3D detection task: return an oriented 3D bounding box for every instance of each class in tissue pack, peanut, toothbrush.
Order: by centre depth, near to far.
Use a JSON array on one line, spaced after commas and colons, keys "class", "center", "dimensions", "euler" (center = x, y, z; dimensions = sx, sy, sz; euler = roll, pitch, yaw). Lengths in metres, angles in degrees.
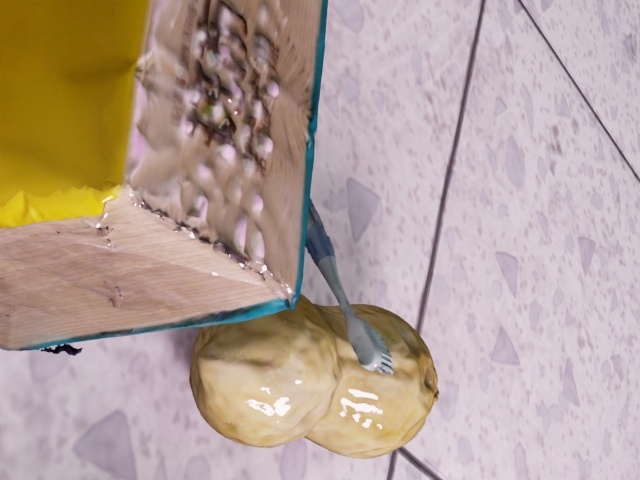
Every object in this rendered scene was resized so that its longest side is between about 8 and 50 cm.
[{"class": "tissue pack", "center": [-0.101, -0.102, 0.506], "dimensions": [0.134, 0.192, 0.271], "euler": [31, 56, -48]}, {"class": "toothbrush", "center": [0.000, 0.000, 0.667], "dimensions": [0.019, 0.016, 0.219], "euler": [29, 22, -37]}, {"class": "peanut", "center": [-0.002, 0.078, 0.671], "dimensions": [0.229, 0.103, 0.098], "euler": [16, 57, -54]}]
